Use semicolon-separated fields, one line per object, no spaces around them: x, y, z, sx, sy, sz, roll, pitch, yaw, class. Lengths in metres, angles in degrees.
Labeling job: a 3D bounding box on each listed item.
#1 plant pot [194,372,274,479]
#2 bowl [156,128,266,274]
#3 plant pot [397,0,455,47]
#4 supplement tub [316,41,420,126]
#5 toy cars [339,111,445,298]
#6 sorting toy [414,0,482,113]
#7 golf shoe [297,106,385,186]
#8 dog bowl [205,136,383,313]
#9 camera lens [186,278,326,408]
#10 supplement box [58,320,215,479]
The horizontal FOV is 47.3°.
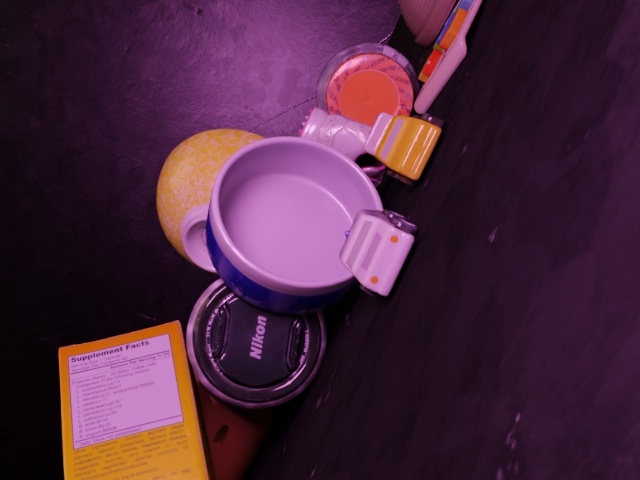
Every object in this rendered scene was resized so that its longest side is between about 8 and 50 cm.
-0.229;0.353;1.396;0.203;0.291;0.291;-49;7;9;plant pot
-0.166;-0.033;1.287;0.156;0.289;0.289;-76;11;-53;bowl
0.243;-0.560;1.626;0.237;0.109;0.237;-157;90;-86;plant pot
0.089;-0.281;1.407;0.316;0.193;0.194;-87;22;-76;supplement tub
0.086;-0.070;1.004;0.176;0.087;0.394;119;173;-48;toy cars
0.217;-0.339;1.215;0.193;0.038;0.208;124;169;-63;sorting toy
0.056;-0.106;1.288;0.306;0.140;0.115;64;-140;-57;golf shoe
-0.042;-0.025;1.124;0.104;0.265;0.265;117;175;-56;dog bowl
-0.113;0.163;1.238;0.274;0.219;0.219;140;154;-79;camera lens
-0.268;0.334;1.112;0.195;0.194;0.356;89;166;-50;supplement box
